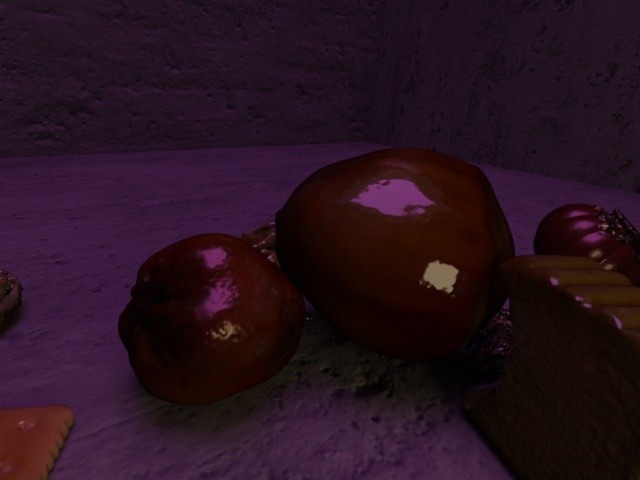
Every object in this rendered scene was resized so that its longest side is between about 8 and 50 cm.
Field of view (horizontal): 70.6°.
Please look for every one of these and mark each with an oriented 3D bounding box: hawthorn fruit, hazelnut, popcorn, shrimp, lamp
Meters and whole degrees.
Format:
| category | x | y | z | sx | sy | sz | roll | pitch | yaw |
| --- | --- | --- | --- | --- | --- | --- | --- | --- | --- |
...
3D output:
| category | x | y | z | sx | sy | sz | roll | pitch | yaw |
| --- | --- | --- | --- | --- | --- | --- | --- | --- | --- |
| hawthorn fruit | -0.122 | 0.107 | 0.609 | 0.260 | 0.224 | 0.224 | 15 | 7 | -42 |
| hazelnut | 0.113 | 0.016 | 0.701 | 0.365 | 0.366 | 0.366 | 3 | 19 | -1 |
| popcorn | -0.108 | 0.027 | 0.959 | 0.125 | 0.126 | 0.145 | -7 | 28 | 37 |
| shrimp | 0.273 | 0.164 | 0.693 | 0.232 | 0.079 | 0.090 | -22 | 69 | -46 |
| lamp | 0.535 | 0.034 | 0.917 | 0.226 | 0.227 | 0.227 | 3 | 19 | -1 |

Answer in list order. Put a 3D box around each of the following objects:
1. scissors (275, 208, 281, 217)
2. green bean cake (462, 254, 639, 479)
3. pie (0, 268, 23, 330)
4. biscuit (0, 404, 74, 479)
| category | x | y | z | sx | sy | sz | roll | pitch | yaw |
| --- | --- | --- | --- | --- | --- | --- | --- | --- | --- |
| scissors | 0.000 | 0.000 | 1.011 | 0.109 | 0.022 | 0.300 | 55 | 15 | 28 |
| green bean cake | 0.275 | 0.153 | 0.482 | 0.123 | 0.236 | 0.233 | 1 | 21 | -16 |
| pie | -0.625 | 0.101 | 0.696 | 0.307 | 0.086 | 0.308 | 4 | 18 | -1 |
| biscuit | -0.349 | 0.243 | 0.419 | 0.159 | 0.030 | 0.250 | 0 | 19 | -9 |
